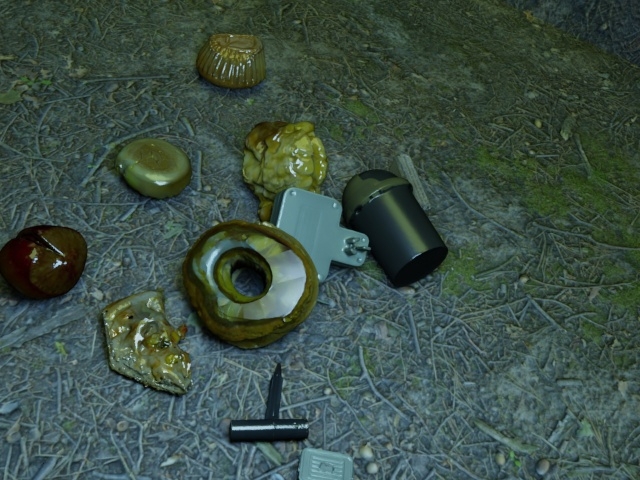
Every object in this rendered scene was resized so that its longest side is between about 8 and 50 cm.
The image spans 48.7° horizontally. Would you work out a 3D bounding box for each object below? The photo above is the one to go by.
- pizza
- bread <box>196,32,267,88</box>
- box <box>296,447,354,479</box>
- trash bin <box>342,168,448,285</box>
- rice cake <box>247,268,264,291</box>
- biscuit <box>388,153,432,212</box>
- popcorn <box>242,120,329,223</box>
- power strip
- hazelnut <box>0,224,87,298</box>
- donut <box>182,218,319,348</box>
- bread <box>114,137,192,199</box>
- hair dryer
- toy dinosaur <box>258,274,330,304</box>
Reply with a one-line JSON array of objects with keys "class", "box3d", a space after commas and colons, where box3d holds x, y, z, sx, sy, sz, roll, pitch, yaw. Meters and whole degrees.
[{"class": "pizza", "box3d": [-0.390, 0.236, 1.611, 0.189, 0.071, 0.296, -12, 54, -26]}, {"class": "bread", "box3d": [-0.294, -0.597, 2.344, 0.240, 0.139, 0.239, 6, 47, -7]}, {"class": "box", "box3d": [0.006, 0.497, 1.493, 0.123, 0.069, 0.084, 13, 45, -5]}, {"class": "trash bin", "box3d": [0.191, -0.057, 1.951, 0.214, 0.214, 0.333, -17, 59, -28]}, {"class": "rice cake", "box3d": [-0.156, 0.099, 1.828, 0.042, 0.030, 0.180, -6, 48, -44]}, {"class": "biscuit", "box3d": [0.262, -0.146, 2.120, 0.062, 0.108, 0.238, -1, 49, -19]}, {"class": "popcorn", "box3d": [-0.090, -0.193, 1.973, 0.225, 0.265, 0.332, 16, 65, -37]}, {"class": "power strip", "box3d": [0.000, 0.000, 1.836, 0.261, 0.141, 0.229, 16, 81, -21]}, {"class": "hazelnut", "box3d": [-0.644, 0.049, 1.653, 0.178, 0.177, 0.204, 27, 42, 8]}, {"class": "donut", "box3d": [-0.175, 0.097, 1.684, 0.330, 0.160, 0.329, -2, 78, 12]}, {"class": "bread", "box3d": [-0.459, -0.197, 1.957, 0.214, 0.104, 0.213, 8, 44, -8]}, {"class": "hair dryer", "box3d": [-0.124, 0.362, 1.598, 0.173, 0.050, 0.194, 3, 44, -15]}, {"class": "toy dinosaur", "box3d": [-0.071, 0.127, 1.814, 0.188, 0.044, 0.106, 8, 20, -40]}]
